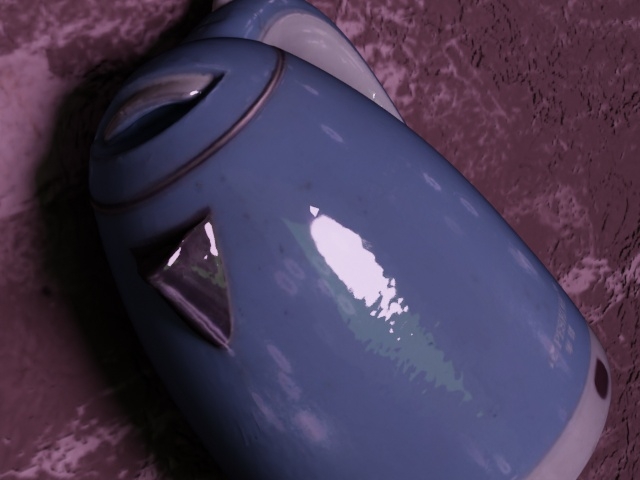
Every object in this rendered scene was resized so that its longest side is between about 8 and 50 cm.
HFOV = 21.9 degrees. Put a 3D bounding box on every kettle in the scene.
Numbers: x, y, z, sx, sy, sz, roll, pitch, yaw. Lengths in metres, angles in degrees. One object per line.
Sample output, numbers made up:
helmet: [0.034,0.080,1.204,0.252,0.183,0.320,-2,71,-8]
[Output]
kettle: [0.000,0.000,1.061,0.342,0.247,0.319,52,32,-25]
